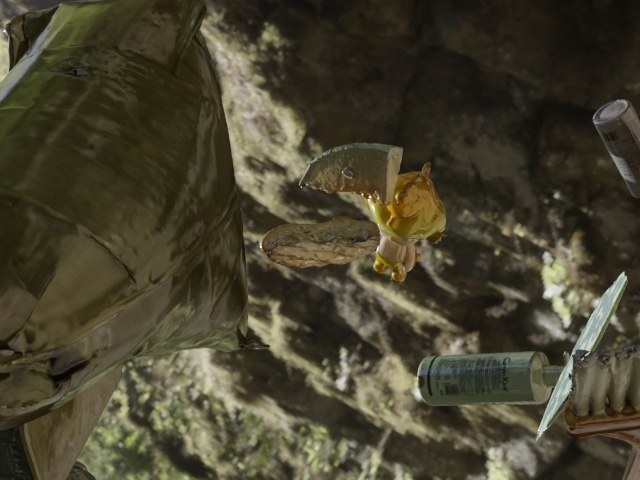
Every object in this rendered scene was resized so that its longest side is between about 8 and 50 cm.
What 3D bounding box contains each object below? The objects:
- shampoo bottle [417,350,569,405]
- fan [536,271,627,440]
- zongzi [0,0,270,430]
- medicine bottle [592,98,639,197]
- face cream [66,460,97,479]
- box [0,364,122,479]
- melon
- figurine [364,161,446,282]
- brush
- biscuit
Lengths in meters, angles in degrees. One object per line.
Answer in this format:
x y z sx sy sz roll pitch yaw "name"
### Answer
0.288 0.225 1.620 0.085 0.262 0.085 14 -108 -51 "shampoo bottle"
0.284 0.121 1.075 0.131 0.009 0.240 -56 -13 -55 "fan"
-0.170 0.079 0.708 0.447 0.181 0.418 -67 -29 -44 "zongzi"
0.448 -0.103 1.389 0.058 0.057 0.199 -50 -64 -30 "medicine bottle"
-0.250 0.341 1.118 0.073 0.283 0.073 -21 -51 -28 "face cream"
-0.288 0.147 1.024 0.201 0.090 0.144 -70 -17 -48 "box"
0.044 -0.117 1.617 0.054 0.182 0.098 5 -83 -56 "melon"
0.145 -0.029 1.721 0.131 0.156 0.246 -52 -15 -39 "figurine"
0.156 0.095 0.444 0.314 0.090 0.017 61 -158 -61 "brush"
0.000 0.000 1.520 0.118 0.183 0.061 82 -179 -70 "biscuit"
